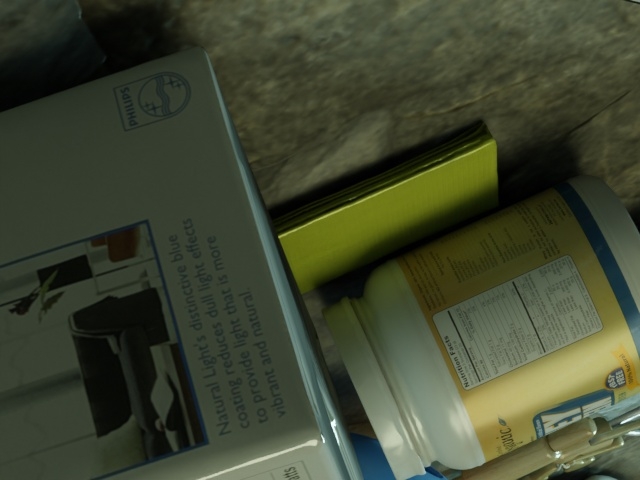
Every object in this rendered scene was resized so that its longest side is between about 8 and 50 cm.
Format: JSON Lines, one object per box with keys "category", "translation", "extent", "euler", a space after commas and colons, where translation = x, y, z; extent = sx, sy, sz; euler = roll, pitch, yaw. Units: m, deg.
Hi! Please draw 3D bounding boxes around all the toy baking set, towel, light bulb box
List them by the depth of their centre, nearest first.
{"category": "light bulb box", "translation": [-0.169, 0.128, 1.015], "extent": [0.361, 0.225, 0.358], "euler": [-18, 151, 0]}
{"category": "towel", "translation": [0.000, 0.000, 1.183], "extent": [0.237, 0.021, 0.102], "euler": [-24, 157, -5]}
{"category": "toy baking set", "translation": [0.213, 0.167, 1.595], "extent": [0.256, 0.030, 0.196], "euler": [-32, 164, 36]}

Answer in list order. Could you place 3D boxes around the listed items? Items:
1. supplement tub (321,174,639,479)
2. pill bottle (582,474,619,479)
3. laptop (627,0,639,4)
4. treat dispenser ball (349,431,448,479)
{"category": "supplement tub", "translation": [0.115, 0.059, 1.224], "extent": [0.199, 0.144, 0.144], "euler": [-24, 152, 0]}
{"category": "pill bottle", "translation": [0.196, 0.352, 1.775], "extent": [0.278, 0.162, 0.162], "euler": [-38, 149, 24]}
{"category": "laptop", "translation": [0.427, -0.160, 0.983], "extent": [0.408, 0.236, 0.382], "euler": [7, 136, -38]}
{"category": "treat dispenser ball", "translation": [-0.005, 0.278, 1.358], "extent": [0.288, 0.288, 0.288], "euler": [-19, 151, -11]}
